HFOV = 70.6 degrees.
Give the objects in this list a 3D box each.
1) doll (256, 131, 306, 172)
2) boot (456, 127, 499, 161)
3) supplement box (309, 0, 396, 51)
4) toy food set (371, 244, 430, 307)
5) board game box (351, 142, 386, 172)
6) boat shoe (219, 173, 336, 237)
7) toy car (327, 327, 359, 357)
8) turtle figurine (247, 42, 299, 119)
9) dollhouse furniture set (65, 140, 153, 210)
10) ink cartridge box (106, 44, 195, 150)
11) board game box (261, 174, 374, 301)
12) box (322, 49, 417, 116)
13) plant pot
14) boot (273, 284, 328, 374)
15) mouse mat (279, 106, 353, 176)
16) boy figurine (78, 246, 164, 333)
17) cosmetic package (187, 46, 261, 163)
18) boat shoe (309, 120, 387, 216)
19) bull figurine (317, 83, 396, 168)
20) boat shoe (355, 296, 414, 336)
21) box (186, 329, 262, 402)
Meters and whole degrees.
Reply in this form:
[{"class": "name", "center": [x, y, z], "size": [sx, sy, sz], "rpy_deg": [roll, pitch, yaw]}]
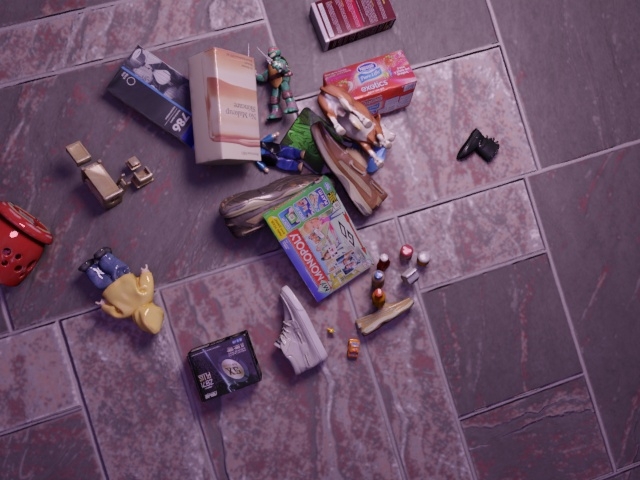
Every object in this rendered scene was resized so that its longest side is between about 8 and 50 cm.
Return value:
[{"class": "doll", "center": [-0.141, -0.268, 1.379], "size": [0.188, 0.046, 0.129], "rpy_deg": [12, 96, 1]}, {"class": "boot", "center": [0.507, -0.289, 1.448], "size": [0.099, 0.045, 0.121], "rpy_deg": [36, 85, -7]}, {"class": "supplement box", "center": [0.099, -0.698, 1.405], "size": [0.239, 0.073, 0.130], "rpy_deg": [-21, 91, -5]}, {"class": "toy food set", "center": [0.229, 0.088, 1.359], "size": [0.232, 0.104, 0.111], "rpy_deg": [-37, 69, -8]}, {"class": "board game box", "center": [0.121, -0.284, 1.415], "size": [0.168, 0.033, 0.133], "rpy_deg": [8, 91, 0]}, {"class": "boat shoe", "center": [-0.119, -0.105, 1.352], "size": [0.355, 0.132, 0.130], "rpy_deg": [-18, 115, -10]}, {"class": "toy car", "center": [0.068, 0.318, 1.383], "size": [0.122, 0.040, 0.060], "rpy_deg": [25, 86, -5]}, {"class": "turtle figurine", "center": [-0.137, -0.487, 1.341], "size": [0.118, 0.175, 0.234], "rpy_deg": [-19, 100, -29]}, {"class": "dollhouse furniture set", "center": [-0.613, -0.212, 1.325], "size": [0.161, 0.101, 0.182], "rpy_deg": [-37, 92, -30]}, {"class": "ink cartridge box", "center": [-0.444, -0.413, 1.346], "size": [0.332, 0.065, 0.165], "rpy_deg": [33, 84, -5]}, {"class": "board game box", "center": [0.000, 0.000, 1.327], "size": [0.213, 0.046, 0.317], "rpy_deg": [-34, 115, -6]}, {"class": "box", "center": [0.143, -0.453, 1.362], "size": [0.256, 0.128, 0.123], "rpy_deg": [-19, 73, -6]}, {"class": "plant pot", "center": [-0.850, 0.005, 1.231], "size": [0.191, 0.191, 0.174], "rpy_deg": [41, 77, -3]}, {"class": "boot", "center": [-0.087, 0.272, 1.340], "size": [0.123, 0.095, 0.258], "rpy_deg": [-28, 92, -13]}, {"class": "mouse mat", "center": [-0.014, -0.296, 1.391], "size": [0.189, 0.007, 0.153], "rpy_deg": [36, 101, -1]}, {"class": "boy figurine", "center": [-0.550, 0.147, 1.302], "size": [0.177, 0.092, 0.285], "rpy_deg": [-44, 93, -6]}, {"class": "cosmetic package", "center": [-0.271, -0.369, 1.286], "size": [0.153, 0.129, 0.297], "rpy_deg": [-11, 98, -50]}, {"class": "boat shoe", "center": [0.086, -0.225, 1.344], "size": [0.116, 0.123, 0.324], "rpy_deg": [-35, 112, 4]}, {"class": "bull figurine", "center": [0.113, -0.313, 1.250], "size": [0.310, 0.188, 0.101], "rpy_deg": [23, 120, -41]}, {"class": "boat shoe", "center": [0.195, 0.218, 1.391], "size": [0.189, 0.068, 0.072], "rpy_deg": [-30, 75, -7]}, {"class": "box", "center": [-0.280, 0.366, 1.327], "size": [0.180, 0.077, 0.148], "rpy_deg": [-18, 91, -6]}]
